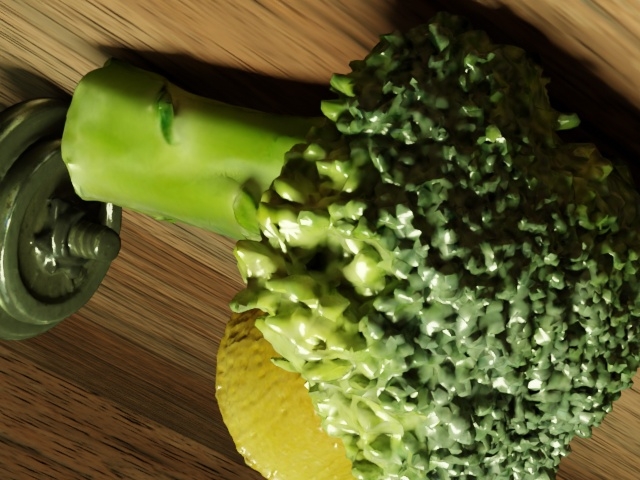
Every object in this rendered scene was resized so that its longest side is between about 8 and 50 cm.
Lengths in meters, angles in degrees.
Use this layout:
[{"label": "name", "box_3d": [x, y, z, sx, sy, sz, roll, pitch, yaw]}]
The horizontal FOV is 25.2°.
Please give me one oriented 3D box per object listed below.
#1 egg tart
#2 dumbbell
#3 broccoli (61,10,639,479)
[{"label": "egg tart", "box_3d": [0.028, 0.100, 1.171, 0.203, 0.202, 0.147, 26, 150, -14]}, {"label": "dumbbell", "box_3d": [-0.278, -0.029, 1.117, 0.290, 0.192, 0.192, 15, 162, 27]}, {"label": "broccoli", "box_3d": [0.011, -0.016, 0.823, 0.397, 0.275, 0.353, 41, 147, 6]}]
